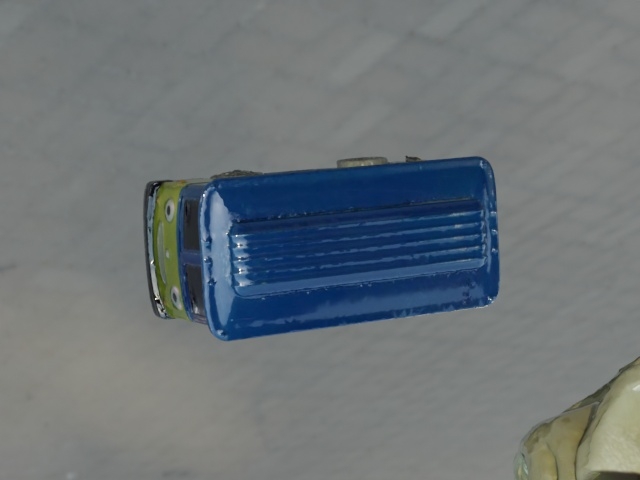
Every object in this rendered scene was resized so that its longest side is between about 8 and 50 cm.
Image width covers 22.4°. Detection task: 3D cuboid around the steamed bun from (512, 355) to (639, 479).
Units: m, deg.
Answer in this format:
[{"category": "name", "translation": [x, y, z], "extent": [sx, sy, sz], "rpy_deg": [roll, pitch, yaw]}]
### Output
[{"category": "steamed bun", "translation": [0.267, 0.235, 1.029], "extent": [0.394, 0.346, 0.237], "rpy_deg": [-51, 171, -9]}]

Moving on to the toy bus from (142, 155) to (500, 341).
[{"category": "toy bus", "translation": [0.000, 0.000, 1.452], "extent": [0.287, 0.138, 0.175], "rpy_deg": [-6, -173, -26]}]
